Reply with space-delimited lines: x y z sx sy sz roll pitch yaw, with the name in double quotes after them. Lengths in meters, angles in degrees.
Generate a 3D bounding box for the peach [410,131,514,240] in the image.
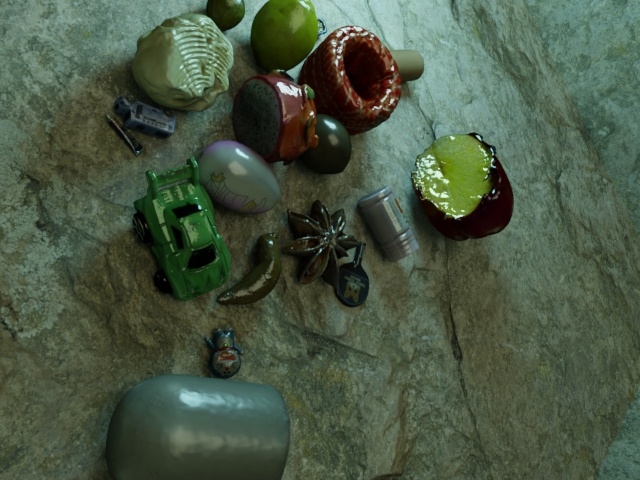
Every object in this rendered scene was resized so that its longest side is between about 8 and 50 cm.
0.540 -0.205 2.177 0.353 0.338 0.417 -25 95 -75 "peach"

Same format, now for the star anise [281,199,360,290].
0.013 0.012 1.875 0.315 0.108 0.316 11 72 -37 "star anise"

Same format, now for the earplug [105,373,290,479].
-0.318 0.491 1.408 0.393 0.312 0.313 17 70 -29 "earplug"

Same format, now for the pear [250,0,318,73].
-0.119 -0.671 1.849 0.212 0.269 0.212 25 28 -14 "pear"

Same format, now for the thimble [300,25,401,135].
0.107 -0.549 1.994 0.349 0.230 0.351 8 76 -32 "thimble"

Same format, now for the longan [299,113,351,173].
0.012 -0.316 1.897 0.198 0.197 0.213 -42 129 -35 "longan"

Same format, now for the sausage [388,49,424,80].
0.279 -0.677 2.213 0.252 0.123 0.123 -16 90 -36 "sausage"

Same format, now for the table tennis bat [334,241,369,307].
0.118 0.116 1.979 0.150 0.027 0.237 27 68 -29 "table tennis bat"

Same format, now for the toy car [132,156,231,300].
-0.370 -0.023 1.559 0.213 0.176 0.359 -22 94 -36 "toy car"

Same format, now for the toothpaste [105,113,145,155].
-0.547 -0.297 1.589 0.140 0.021 0.037 50 45 -19 "toothpaste"

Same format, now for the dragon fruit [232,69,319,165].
-0.122 -0.376 1.757 0.189 0.290 0.291 -16 90 -38 "dragon fruit"

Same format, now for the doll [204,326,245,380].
-0.271 0.324 1.613 0.114 0.085 0.152 -1 69 -13 "doll"

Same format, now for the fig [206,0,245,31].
-0.314 -0.679 1.810 0.124 0.124 0.237 12 96 -33 "fig"

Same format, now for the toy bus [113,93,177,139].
-0.495 -0.346 1.601 0.167 0.073 0.076 15 71 -34 "toy bus"

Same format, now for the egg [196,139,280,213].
-0.242 -0.177 1.679 0.271 0.196 0.196 48 56 -32 "egg"

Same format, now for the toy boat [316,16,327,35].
-0.075 -0.754 2.018 0.228 0.045 0.080 -20 92 -37 "toy boat"

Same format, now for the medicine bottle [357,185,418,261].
0.243 -0.059 2.040 0.133 0.133 0.250 -32 98 -36 "medicine bottle"

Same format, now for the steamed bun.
-0.409 -0.497 1.625 0.276 0.203 0.289 42 56 -51 "steamed bun"

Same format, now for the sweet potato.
-0.184 0.097 1.719 0.124 0.098 0.310 32 62 -1 "sweet potato"
